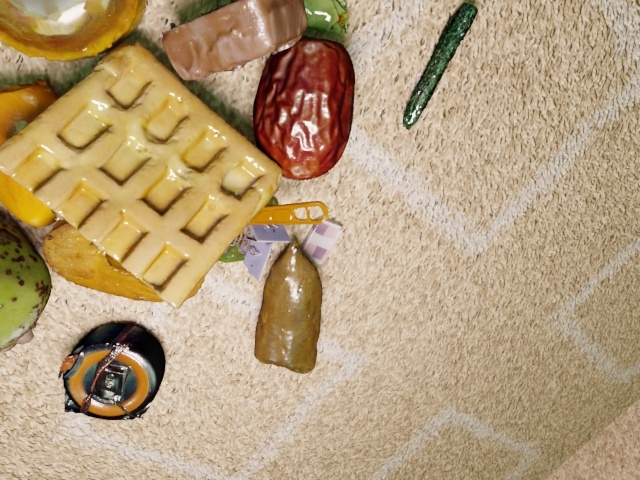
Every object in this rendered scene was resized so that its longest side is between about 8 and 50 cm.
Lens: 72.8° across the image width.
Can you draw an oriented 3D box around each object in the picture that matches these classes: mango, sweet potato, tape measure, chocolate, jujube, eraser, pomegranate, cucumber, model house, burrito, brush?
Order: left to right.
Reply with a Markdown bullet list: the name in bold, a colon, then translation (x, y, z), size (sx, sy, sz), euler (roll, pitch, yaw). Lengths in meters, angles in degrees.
- **pomegranate**: translation (-0.620, 0.108, 0.760), size (0.284, 0.285, 0.341), euler (-6, 145, -13)
- **mango**: translation (-0.486, -0.136, 0.724), size (0.153, 0.126, 0.252), euler (7, 116, -7)
- **tape measure**: translation (-0.451, 0.294, 0.956), size (0.202, 0.135, 0.223), euler (12, 108, -12)
- **chocolate**: translation (-0.124, -0.324, 0.674), size (0.214, 0.148, 0.093), euler (0, 130, 30)
- **brush**: translation (-0.131, -0.046, 0.833), size (0.314, 0.017, 0.090), euler (-1, 96, 19)
- **model house**: translation (-0.132, 0.000, 0.900), size (0.117, 0.088, 0.167), euler (4, 119, -43)
- **burrito**: translation (-0.069, -0.439, 0.730), size (0.287, 0.054, 0.104), euler (17, 109, -22)
- **sweet potato**: translation (-0.067, 0.161, 0.999), size (0.157, 0.158, 0.370), euler (3, 109, -18)
- **jujube**: translation (-0.031, -0.230, 0.774), size (0.183, 0.183, 0.243), euler (1, 116, -17)
- **eraser**: translation (0.000, 0.000, 0.996), size (0.065, 0.026, 0.105), euler (21, 110, -22)
- **cucumber**: translation (0.231, -0.344, 0.873), size (0.044, 0.043, 0.257), euler (20, 111, -19)

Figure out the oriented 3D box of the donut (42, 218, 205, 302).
- **donut**: translation (-0.346, 0.012, 0.806), size (0.277, 0.109, 0.278), euler (0, 145, 0)

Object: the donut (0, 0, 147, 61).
- **donut**: translation (-0.397, -0.412, 0.584), size (0.329, 0.160, 0.330), euler (-10, 117, -20)

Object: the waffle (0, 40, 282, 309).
- **waffle**: translation (-0.258, -0.110, 0.678), size (0.348, 0.077, 0.304), euler (41, 66, -15)
